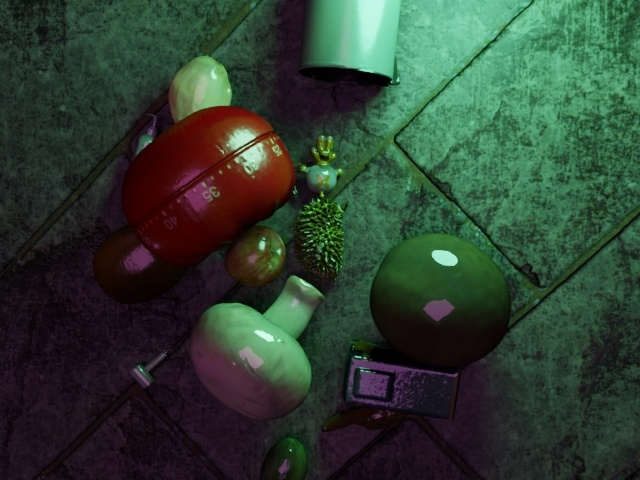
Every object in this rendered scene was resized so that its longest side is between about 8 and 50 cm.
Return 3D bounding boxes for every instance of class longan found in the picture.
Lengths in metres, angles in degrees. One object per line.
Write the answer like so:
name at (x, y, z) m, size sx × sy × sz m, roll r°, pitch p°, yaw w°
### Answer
longan at (0.272, 0.135, 1.410) m, size 0.318 × 0.319 × 0.319 m, roll 1°, pitch 96°, yaw 7°

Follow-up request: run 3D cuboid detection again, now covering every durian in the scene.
durian at (-0.005, 0.002, 1.506) m, size 0.137 × 0.095 × 0.221 m, roll 9°, pitch 107°, yaw 3°

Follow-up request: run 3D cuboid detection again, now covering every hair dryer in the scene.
hair dryer at (-0.435, 0.327, 1.640) m, size 0.124 × 0.038 × 0.063 m, roll -41°, pitch 92°, yaw 2°

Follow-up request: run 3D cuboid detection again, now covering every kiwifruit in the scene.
kiwifruit at (-0.432, 0.049, 1.531) m, size 0.233 × 0.196 × 0.196 m, roll -27°, pitch 92°, yaw 5°

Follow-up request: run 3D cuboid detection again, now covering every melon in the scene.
melon at (-0.094, 0.583, 1.580) m, size 0.114 × 0.114 × 0.168 m, roll 22°, pitch 97°, yaw 4°

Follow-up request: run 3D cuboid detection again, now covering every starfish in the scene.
starfish at (-0.079, -0.169, 1.544) m, size 0.130 × 0.041 × 0.133 m, roll -26°, pitch 111°, yaw -10°

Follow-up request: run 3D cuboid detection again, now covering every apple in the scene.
apple at (-0.159, 0.040, 1.521) m, size 0.130 × 0.146 × 0.147 m, roll -23°, pitch 93°, yaw 29°

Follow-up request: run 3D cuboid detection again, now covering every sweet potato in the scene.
sweet potato at (0.121, 0.439, 1.563) m, size 0.269 × 0.075 × 0.075 m, roll -17°, pitch 94°, yaw 11°

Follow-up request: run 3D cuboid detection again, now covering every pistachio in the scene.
pistachio at (-0.292, -0.343, 1.508) m, size 0.145 × 0.117 × 0.201 m, roll 18°, pitch 105°, yaw -10°

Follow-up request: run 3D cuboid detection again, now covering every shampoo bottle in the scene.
shampoo bottle at (-0.439, -0.220, 1.570) m, size 0.056 × 0.056 × 0.195 m, roll 21°, pitch 98°, yaw 4°

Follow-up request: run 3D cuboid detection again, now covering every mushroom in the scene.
mushroom at (-0.145, 0.263, 1.463) m, size 0.315 × 0.315 × 0.356 m, roll 44°, pitch 111°, yaw 1°

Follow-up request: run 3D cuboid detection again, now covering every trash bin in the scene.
trash bin at (0.068, -0.497, 1.400) m, size 0.277 × 0.217 × 0.263 m, roll 3°, pitch 96°, yaw -33°

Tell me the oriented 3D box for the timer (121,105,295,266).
timer at (-0.247, -0.123, 1.364) m, size 0.377 × 0.378 × 0.279 m, roll -32°, pitch 99°, yaw 9°

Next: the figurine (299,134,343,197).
figurine at (0.010, -0.180, 1.516) m, size 0.101 × 0.068 × 0.143 m, roll 28°, pitch 94°, yaw -14°

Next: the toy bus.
toy bus at (0.190, 0.330, 1.496) m, size 0.275 × 0.167 × 0.139 m, roll 8°, pitch 97°, yaw 7°
